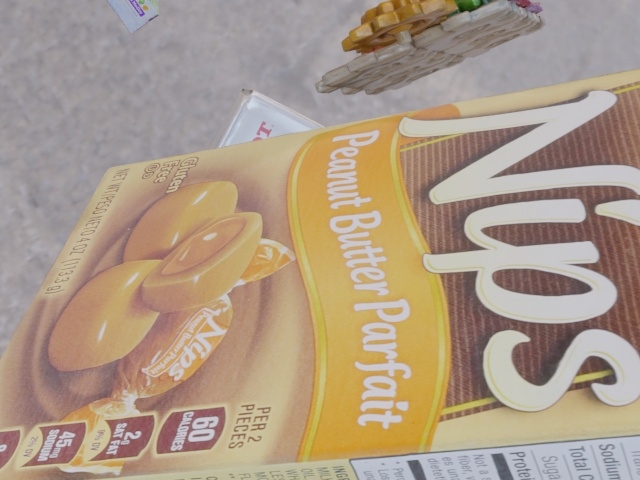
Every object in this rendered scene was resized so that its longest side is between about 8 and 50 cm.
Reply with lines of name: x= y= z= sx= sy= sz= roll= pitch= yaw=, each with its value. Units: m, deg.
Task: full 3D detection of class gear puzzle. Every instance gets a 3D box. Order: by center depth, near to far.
gear puzzle: x=0.079 y=-0.171 z=1.120 sx=0.044 sy=0.175 sz=0.339 roll=69 pitch=17 yaw=1

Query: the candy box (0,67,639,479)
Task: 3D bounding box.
candy box: x=0.047 y=0.033 z=0.474 sx=0.183 sy=0.316 sz=0.088 roll=-72 pitch=145 yaw=-48

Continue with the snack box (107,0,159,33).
snack box: x=-0.207 y=-0.275 z=1.305 sx=0.141 sy=0.037 sz=0.100 roll=55 pitch=9 yaw=-25

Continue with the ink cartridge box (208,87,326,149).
ink cartridge box: x=0.000 y=0.000 z=1.507 sx=0.307 sy=0.129 sz=0.223 roll=27 pitch=94 yaw=-11
